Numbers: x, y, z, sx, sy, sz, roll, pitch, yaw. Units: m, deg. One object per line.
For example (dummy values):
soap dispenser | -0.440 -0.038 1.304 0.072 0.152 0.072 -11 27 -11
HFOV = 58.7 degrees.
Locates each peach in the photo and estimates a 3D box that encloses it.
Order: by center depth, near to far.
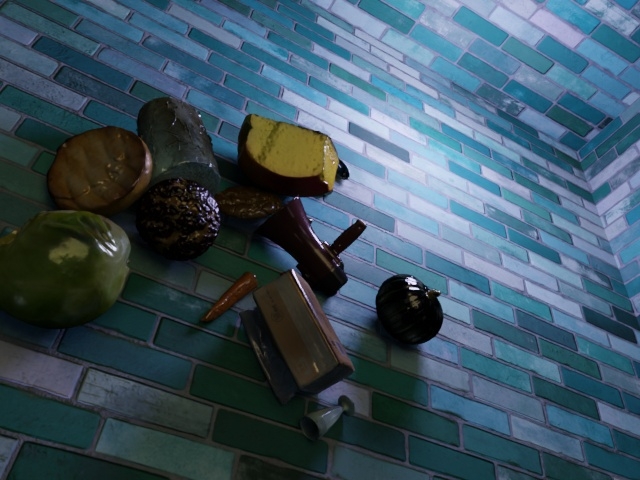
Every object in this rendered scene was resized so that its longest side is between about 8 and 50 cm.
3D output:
peach | -0.104 -0.271 1.981 0.381 0.306 0.242 9 83 -15

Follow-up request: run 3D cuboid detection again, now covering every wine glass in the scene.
wine glass | 0.020 0.482 1.560 0.155 0.073 0.073 -17 65 -47

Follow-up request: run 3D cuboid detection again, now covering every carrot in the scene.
carrot | -0.265 0.173 1.642 0.057 0.057 0.224 42 45 3

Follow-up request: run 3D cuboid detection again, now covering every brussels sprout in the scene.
brussels sprout | -0.608 0.050 1.341 0.345 0.268 0.344 20 38 -16

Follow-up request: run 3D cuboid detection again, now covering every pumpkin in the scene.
pumpkin | 0.306 0.221 1.886 0.250 0.216 0.249 47 22 -25

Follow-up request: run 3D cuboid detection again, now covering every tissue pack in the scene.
tissue pack | -0.078 0.277 1.595 0.239 0.238 0.305 -10 61 -40

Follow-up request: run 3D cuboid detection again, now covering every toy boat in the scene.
toy boat | 0.069 -0.294 2.272 0.137 0.060 0.061 47 23 0

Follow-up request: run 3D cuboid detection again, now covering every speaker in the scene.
speaker | -0.016 -0.001 1.870 0.329 0.198 0.259 44 59 -6

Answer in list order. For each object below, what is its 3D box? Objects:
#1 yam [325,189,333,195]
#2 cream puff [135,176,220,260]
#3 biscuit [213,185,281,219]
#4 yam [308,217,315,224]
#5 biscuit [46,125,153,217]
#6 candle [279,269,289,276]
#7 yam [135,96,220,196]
yam | -0.024 -0.293 2.210 0.061 0.061 0.273 -8 60 -39
cream puff | -0.400 -0.055 1.600 0.239 0.239 0.165 30 16 -10
biscuit | -0.238 -0.128 1.854 0.226 0.042 0.225 5 27 -3
yam | -0.079 -0.074 2.000 0.130 0.027 0.033 11 9 -25
biscuit | -0.611 -0.186 1.592 0.297 0.102 0.296 -4 61 8
candle | -0.028 0.228 1.758 0.051 0.048 0.329 -19 66 -35
yam | -0.453 -0.267 1.774 0.241 0.241 0.347 4 51 -33
